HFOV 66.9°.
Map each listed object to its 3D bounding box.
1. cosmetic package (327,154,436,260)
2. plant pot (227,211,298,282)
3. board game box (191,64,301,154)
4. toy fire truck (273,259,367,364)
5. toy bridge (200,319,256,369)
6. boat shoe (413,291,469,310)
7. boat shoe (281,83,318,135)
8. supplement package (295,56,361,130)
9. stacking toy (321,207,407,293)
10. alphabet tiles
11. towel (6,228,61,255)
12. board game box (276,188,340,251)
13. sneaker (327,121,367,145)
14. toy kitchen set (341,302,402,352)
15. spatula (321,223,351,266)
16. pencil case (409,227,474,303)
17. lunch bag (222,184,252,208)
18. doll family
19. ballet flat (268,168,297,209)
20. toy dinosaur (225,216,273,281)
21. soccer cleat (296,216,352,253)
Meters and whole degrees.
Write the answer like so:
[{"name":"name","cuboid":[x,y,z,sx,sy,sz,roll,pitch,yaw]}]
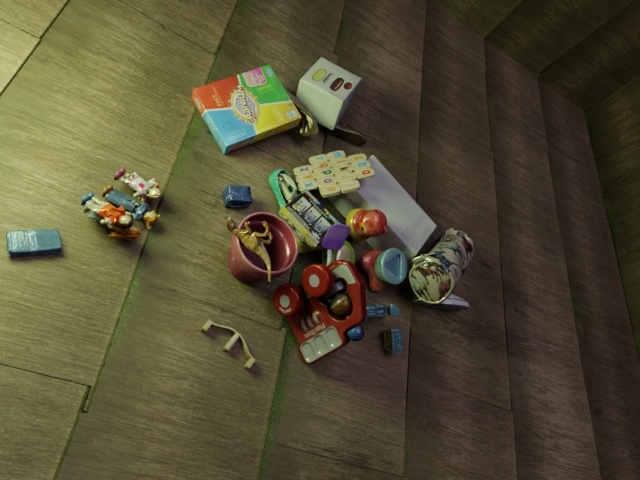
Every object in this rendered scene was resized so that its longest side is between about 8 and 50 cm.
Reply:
[{"name":"cosmetic package","cuboid":[0.239,-0.110,1.867,0.385,0.156,0.217,48,50,-2]},{"name":"plant pot","cuboid":[-0.195,0.039,1.482,0.201,0.180,0.202,15,60,-27]},{"name":"board game box","cuboid":[-0.261,-0.473,1.735,0.316,0.064,0.242,-29,84,-26]},{"name":"toy fire truck","cuboid":[0.020,0.210,1.470,0.169,0.302,0.254,-5,64,-58]},{"name":"toy bridge","cuboid":[-0.258,0.295,1.407,0.188,0.026,0.063,43,49,-8]},{"name":"boat shoe","cuboid":[0.474,0.217,1.888,0.258,0.095,0.084,15,63,-28]},{"name":"boat shoe","cuboid":[-0.127,-0.514,1.879,0.302,0.109,0.098,43,13,7]},{"name":"supplement package","cuboid":[0.026,-0.593,1.950,0.194,0.149,0.203,28,52,3]},{"name":"stacking toy","cuboid":[0.170,0.062,1.678,0.279,0.130,0.309,-42,110,-31]},{"name":"alphabet tiles","cuboid":[0.046,-0.246,1.767,0.277,0.021,0.284,-13,38,-3]},{"name":"towel","cuboid":[-0.734,0.004,1.242,0.119,0.029,0.067,-5,69,-34]},{"name":"board game box","cuboid":[-0.040,-0.069,1.613,0.170,0.048,0.141,46,55,1]},{"name":"sneaker","cuboid":[0.115,-0.461,2.023,0.188,0.066,0.071,19,56,-25]},{"name":"toy kitchen set","cuboid":[0.180,0.300,1.627,0.207,0.122,0.166,-2,86,-20]},{"name":"spatula","cuboid":[0.022,0.086,1.591,0.084,0.030,0.297,12,97,-32]},{"name":"pencil case","cuboid":[0.472,0.081,1.856,0.410,0.159,0.184,-34,110,-57]},{"name":"lunch bag","cuboid":[-0.276,-0.139,1.595,0.098,0.067,0.065,-1,67,-33]},{"name":"doll family","cuboid":[-0.551,-0.086,1.375,0.163,0.118,0.263,32,34,-8]},{"name":"ballet flat","cuboid":[-0.105,-0.143,1.697,0.083,0.087,0.247,-20,78,-39]},{"name":"toy dinosaur","cuboid":[-0.178,0.012,1.362,0.211,0.064,0.112,45,68,7]},{"name":"soccer cleat","cuboid":[0.001,-0.001,1.680,0.289,0.093,0.121,-21,60,-41]}]
